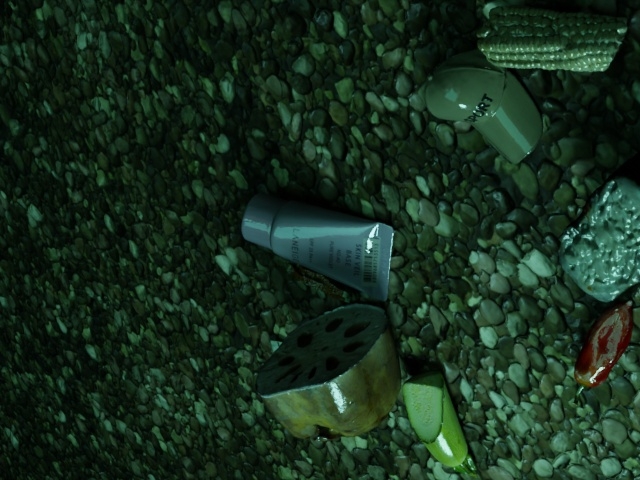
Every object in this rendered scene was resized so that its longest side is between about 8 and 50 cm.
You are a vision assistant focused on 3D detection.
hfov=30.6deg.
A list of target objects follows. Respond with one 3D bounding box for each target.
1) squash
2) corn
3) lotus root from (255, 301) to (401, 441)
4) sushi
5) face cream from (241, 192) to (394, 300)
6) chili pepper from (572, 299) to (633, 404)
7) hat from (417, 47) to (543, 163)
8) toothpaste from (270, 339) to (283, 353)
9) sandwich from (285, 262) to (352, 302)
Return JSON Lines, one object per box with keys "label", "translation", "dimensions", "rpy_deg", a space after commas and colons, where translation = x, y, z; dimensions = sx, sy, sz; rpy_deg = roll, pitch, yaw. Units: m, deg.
{"label": "squash", "translation": [0.206, 0.325, 1.979], "dimensions": [0.090, 0.075, 0.200], "rpy_deg": [-22, 98, 25]}
{"label": "corn", "translation": [0.304, -0.257, 1.510], "dimensions": [0.210, 0.087, 0.087], "rpy_deg": [14, 123, 36]}
{"label": "lotus root", "translation": [0.028, 0.246, 2.000], "dimensions": [0.272, 0.272, 0.192], "rpy_deg": [0, 119, 48]}
{"label": "sushi", "translation": [0.405, -0.022, 1.501], "dimensions": [0.124, 0.127, 0.225], "rpy_deg": [46, 145, 18]}
{"label": "face cream", "translation": [0.000, 0.000, 2.006], "dimensions": [0.273, 0.096, 0.154], "rpy_deg": [19, 124, 24]}
{"label": "chili pepper", "translation": [0.402, 0.157, 1.679], "dimensions": [0.059, 0.050, 0.191], "rpy_deg": [40, 125, 29]}
{"label": "hat", "translation": [0.226, -0.180, 1.634], "dimensions": [0.175, 0.085, 0.147], "rpy_deg": [53, 140, 12]}
{"label": "toothpaste", "translation": [-0.059, 0.285, 2.285], "dimensions": [0.048, 0.029, 0.197], "rpy_deg": [3, 112, 44]}
{"label": "sandwich", "translation": [0.003, 0.068, 2.050], "dimensions": [0.135, 0.067, 0.029], "rpy_deg": [28, 109, 20]}
